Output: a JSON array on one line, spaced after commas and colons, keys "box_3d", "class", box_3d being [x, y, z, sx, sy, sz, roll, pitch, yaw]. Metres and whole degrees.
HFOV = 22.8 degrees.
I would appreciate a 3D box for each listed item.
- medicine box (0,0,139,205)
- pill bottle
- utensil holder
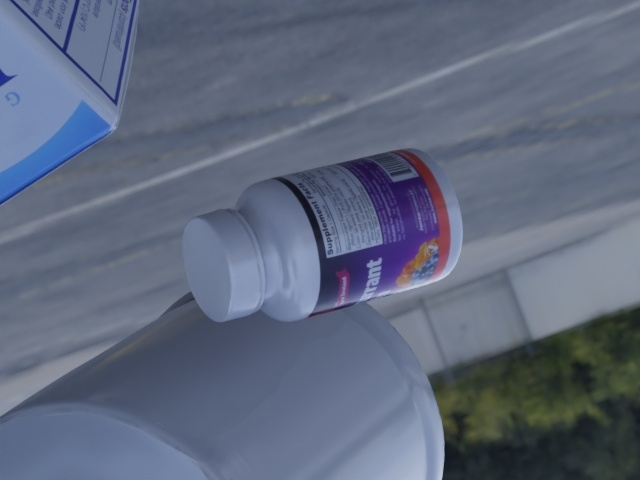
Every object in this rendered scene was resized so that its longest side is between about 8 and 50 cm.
[{"box_3d": [-0.292, -0.133, 0.875, 0.263, 0.289, 0.149, -30, -146, 23], "class": "medicine box"}, {"box_3d": [0.000, 0.000, 1.189, 0.193, 0.108, 0.108, -14, 173, -28], "class": "pill bottle"}, {"box_3d": [-0.104, 0.227, 1.378, 0.328, 0.327, 0.385, -23, -176, 25], "class": "utensil holder"}]
